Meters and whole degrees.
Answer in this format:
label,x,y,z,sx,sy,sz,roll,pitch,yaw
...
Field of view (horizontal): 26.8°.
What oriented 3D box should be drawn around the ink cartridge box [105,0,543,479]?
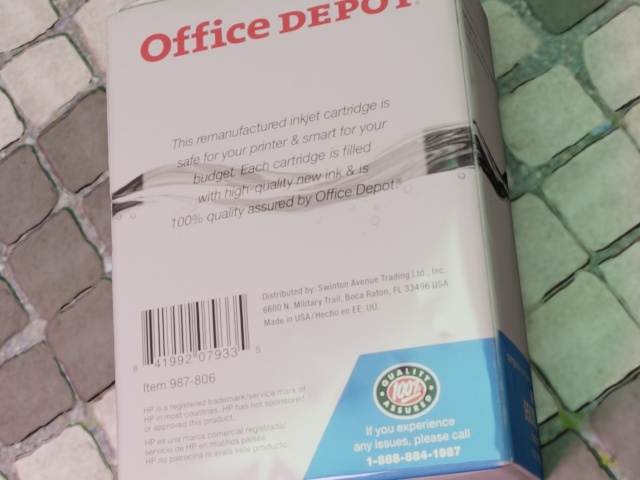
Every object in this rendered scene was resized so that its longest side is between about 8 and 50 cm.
label,x,y,z,sx,sy,sz,roll,pitch,yaw
ink cartridge box,0.000,0.000,1.030,0.285,0.166,0.395,-9,72,16
